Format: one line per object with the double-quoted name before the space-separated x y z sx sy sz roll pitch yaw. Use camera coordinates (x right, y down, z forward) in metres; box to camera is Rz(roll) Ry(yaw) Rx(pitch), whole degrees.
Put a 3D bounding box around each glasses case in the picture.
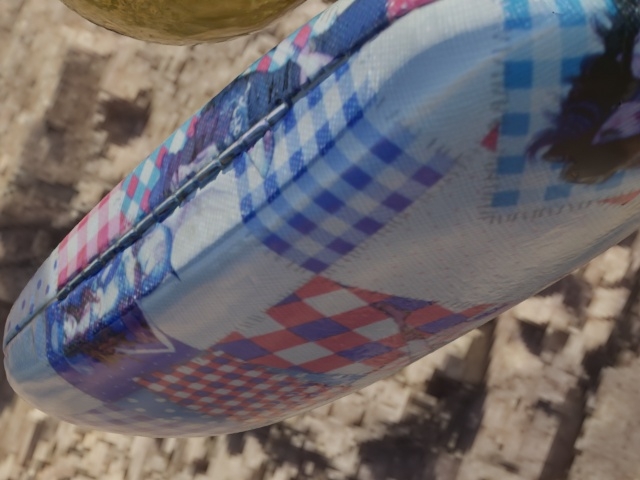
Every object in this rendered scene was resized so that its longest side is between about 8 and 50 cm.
"glasses case" 0.000 0.000 0.499 0.327 0.125 0.076 -35 52 48

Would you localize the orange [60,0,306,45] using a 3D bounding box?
"orange" -0.073 -0.216 0.781 0.236 0.236 0.236 -33 45 40
